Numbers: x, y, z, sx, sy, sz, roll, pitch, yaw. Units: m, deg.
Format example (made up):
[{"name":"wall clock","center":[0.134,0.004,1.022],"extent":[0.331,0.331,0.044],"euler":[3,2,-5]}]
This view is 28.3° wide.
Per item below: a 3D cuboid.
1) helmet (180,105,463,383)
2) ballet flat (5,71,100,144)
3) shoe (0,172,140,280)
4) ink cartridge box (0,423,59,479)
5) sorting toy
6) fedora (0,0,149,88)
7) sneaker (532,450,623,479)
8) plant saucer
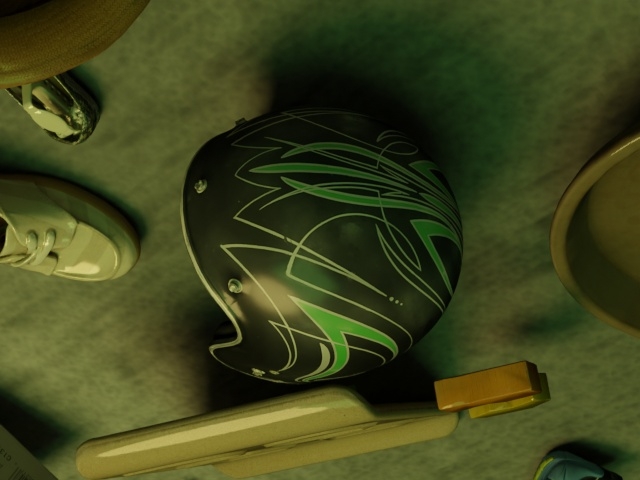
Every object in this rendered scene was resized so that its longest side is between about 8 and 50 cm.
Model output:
[{"name":"helmet","center":[0.000,0.000,0.747],"extent":[0.169,0.169,0.161],"euler":[11,150,-4]},{"name":"ballet flat","center":[-0.176,-0.098,0.756],"extent":[0.041,0.041,0.114],"euler":[-26,125,27]},{"name":"shoe","center":[-0.227,-0.011,0.830],"extent":[0.219,0.058,0.076],"euler":[19,133,-11]},{"name":"ink cartridge box","center":[-0.385,0.234,1.051],"extent":[0.371,0.069,0.176],"euler":[-35,104,35]},{"name":"sorting toy","center":[0.014,0.122,0.888],"extent":[0.307,0.041,0.229],"euler":[-15,164,19]},{"name":"fedora","center":[-0.171,-0.160,0.649],"extent":[0.194,0.194,0.079],"euler":[14,173,-7]},{"name":"sneaker","center":[0.194,0.246,1.021],"extent":[0.078,0.067,0.188],"euler":[14,131,2]},{"name":"plant saucer","center":[0.276,-0.011,0.753],"extent":[0.277,0.041,0.278],"euler":[5,147,3]}]
